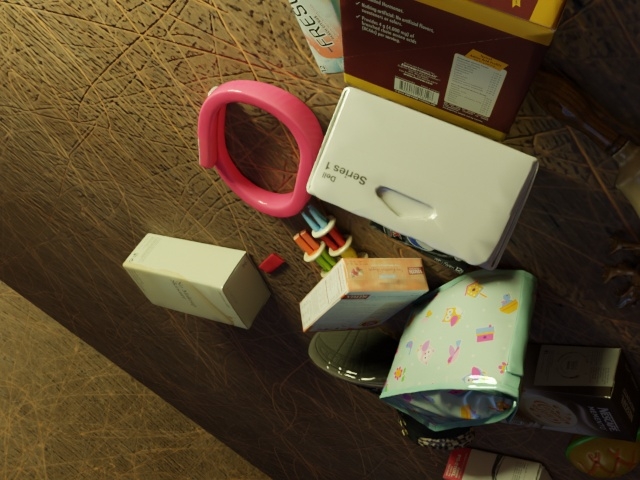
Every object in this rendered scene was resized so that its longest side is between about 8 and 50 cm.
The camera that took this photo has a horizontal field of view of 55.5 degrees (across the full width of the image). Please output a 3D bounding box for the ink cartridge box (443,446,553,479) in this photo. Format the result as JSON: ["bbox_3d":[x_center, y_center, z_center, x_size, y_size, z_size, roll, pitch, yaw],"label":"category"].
[{"bbox_3d":[0.461,0.625,1.547,0.237,0.100,0.172,-2,136,41],"label":"ink cartridge box"}]

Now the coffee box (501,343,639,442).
[{"bbox_3d":[0.422,0.265,1.090,0.246,0.098,0.141,-6,133,44],"label":"coffee box"}]

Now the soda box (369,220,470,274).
[{"bbox_3d":[0.166,-0.017,0.952,0.169,0.060,0.053,28,147,5],"label":"soda box"}]

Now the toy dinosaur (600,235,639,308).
[{"bbox_3d":[0.444,0.032,0.807,0.112,0.064,0.211,13,157,-2],"label":"toy dinosaur"}]

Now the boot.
[{"bbox_3d":[0.172,0.333,1.364,0.377,0.138,0.284,7,141,25],"label":"boot"}]

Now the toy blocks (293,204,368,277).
[{"bbox_3d":[0.000,0.000,1.116,0.123,0.054,0.148,-13,127,47],"label":"toy blocks"}]

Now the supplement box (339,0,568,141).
[{"bbox_3d":[0.129,-0.224,0.585,0.191,0.129,0.194,24,166,11],"label":"supplement box"}]

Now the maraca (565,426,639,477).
[{"bbox_3d":[0.563,0.394,1.159,0.185,0.099,0.127,-21,131,21],"label":"maraca"}]

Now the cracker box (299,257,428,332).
[{"bbox_3d":[0.072,0.104,1.120,0.155,0.067,0.232,1,156,-22],"label":"cracker box"}]

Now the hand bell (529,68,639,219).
[{"bbox_3d":[0.324,-0.113,0.683,0.242,0.126,0.126,43,148,6],"label":"hand bell"}]

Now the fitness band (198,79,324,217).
[{"bbox_3d":[-0.099,-0.147,1.006,0.209,0.054,0.291,25,148,5],"label":"fitness band"}]

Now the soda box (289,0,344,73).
[{"bbox_3d":[0.003,-0.289,0.712,0.058,0.063,0.183,4,139,36],"label":"soda box"}]

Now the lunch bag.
[{"bbox_3d":[0.248,0.180,1.002,0.160,0.223,0.262,34,146,-15],"label":"lunch bag"}]

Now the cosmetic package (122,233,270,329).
[{"bbox_3d":[-0.291,0.092,1.428,0.309,0.113,0.160,9,142,32],"label":"cosmetic package"}]

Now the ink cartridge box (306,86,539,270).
[{"bbox_3d":[0.128,-0.077,0.701,0.201,0.278,0.117,24,103,11],"label":"ink cartridge box"}]

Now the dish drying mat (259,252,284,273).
[{"bbox_3d":[-0.105,0.050,1.314,0.032,0.008,0.083,36,147,-9],"label":"dish drying mat"}]
